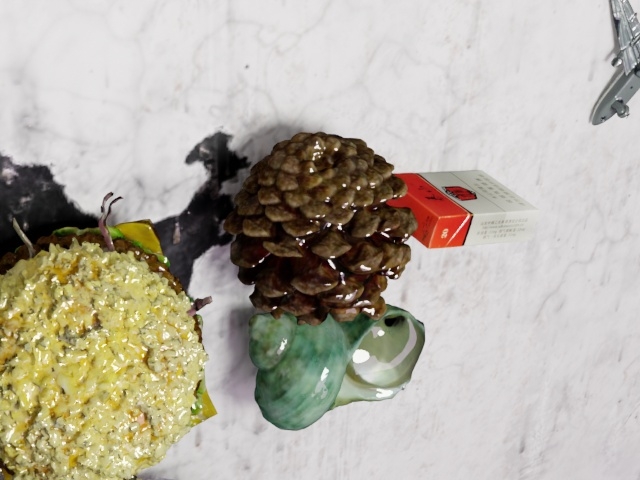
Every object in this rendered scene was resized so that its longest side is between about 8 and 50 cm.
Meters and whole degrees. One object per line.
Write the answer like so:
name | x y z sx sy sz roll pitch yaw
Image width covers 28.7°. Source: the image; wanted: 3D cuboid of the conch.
conch | 0.005 0.124 1.328 0.176 0.122 0.188 -43 156 24

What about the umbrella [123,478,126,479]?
umbrella | -0.211 0.214 1.231 0.336 0.128 0.154 -64 165 -3

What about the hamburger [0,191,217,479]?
hamburger | -0.207 0.098 1.085 0.243 0.139 0.261 -23 95 -14

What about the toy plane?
toy plane | 0.389 -0.223 1.446 0.226 0.058 0.226 25 102 -30

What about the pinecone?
pinecone | -0.004 -0.002 1.207 0.184 0.179 0.204 0 132 -22

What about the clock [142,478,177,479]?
clock | -0.157 0.415 1.276 0.338 0.338 0.102 -39 142 -10

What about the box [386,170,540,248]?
box | 0.148 -0.035 1.355 0.152 0.100 0.048 -2 118 -39
